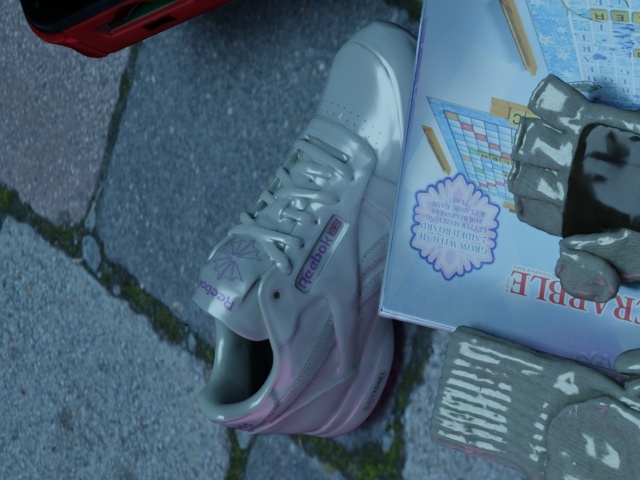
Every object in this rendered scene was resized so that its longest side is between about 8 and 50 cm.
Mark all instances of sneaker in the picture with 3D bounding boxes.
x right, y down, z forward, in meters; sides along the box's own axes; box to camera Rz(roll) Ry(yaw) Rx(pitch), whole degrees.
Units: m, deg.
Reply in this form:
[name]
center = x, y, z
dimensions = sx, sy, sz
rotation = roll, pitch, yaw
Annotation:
[sneaker]
center = 0.000, 0.000, 1.147
dimensions = 0.114, 0.152, 0.305
rotation = 28, 110, 45

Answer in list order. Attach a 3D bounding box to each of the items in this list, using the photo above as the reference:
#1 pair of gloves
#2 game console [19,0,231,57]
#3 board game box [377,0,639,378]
[pair of gloves]
center = 0.168, 0.049, 0.906
dimensions = 0.204, 0.042, 0.240
rotation = 27, 110, 27
[game console]
center = -0.091, -0.327, 1.165
dimensions = 0.386, 0.060, 0.342
rotation = -15, 73, 46
[board game box]
center = 0.201, -0.078, 0.936
dimensions = 0.319, 0.066, 0.318
rotation = 14, 102, 30
